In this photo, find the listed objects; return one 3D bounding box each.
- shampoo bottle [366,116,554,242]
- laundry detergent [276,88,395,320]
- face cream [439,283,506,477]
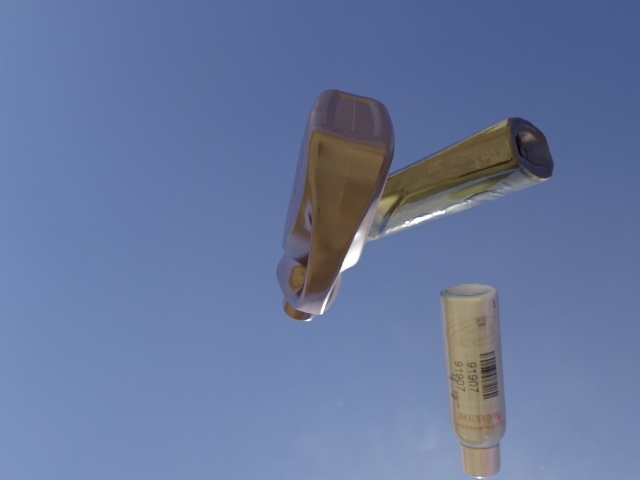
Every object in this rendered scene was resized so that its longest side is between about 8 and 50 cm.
[{"bbox_3d":[0.142,-0.067,0.834,0.350,0.126,0.083,-21,-110,43],"label":"shampoo bottle"},{"bbox_3d":[0.000,0.000,0.533,0.171,0.076,0.236,-83,-172,-57],"label":"laundry detergent"},{"bbox_3d":[0.216,0.198,0.817,0.082,0.082,0.268,0,-80,39],"label":"face cream"}]
